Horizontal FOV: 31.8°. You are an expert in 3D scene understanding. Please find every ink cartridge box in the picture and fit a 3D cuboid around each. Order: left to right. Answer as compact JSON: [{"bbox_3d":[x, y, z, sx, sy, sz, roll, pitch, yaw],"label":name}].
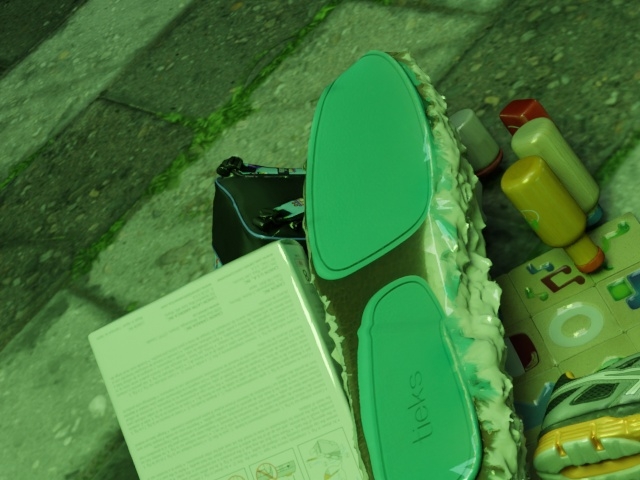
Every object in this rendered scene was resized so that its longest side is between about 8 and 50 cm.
[{"bbox_3d":[-0.061,0.141,0.873,0.189,0.066,0.232,-26,83,18],"label":"ink cartridge box"}]

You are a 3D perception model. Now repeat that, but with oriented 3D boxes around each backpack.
[{"bbox_3d":[0.000,0.000,0.994,0.173,0.117,0.158,-2,25,-20],"label":"backpack"}]

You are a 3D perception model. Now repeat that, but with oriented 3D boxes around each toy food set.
[{"bbox_3d":[0.162,-0.047,0.967,0.111,0.104,0.232,-47,21,-16],"label":"toy food set"}]

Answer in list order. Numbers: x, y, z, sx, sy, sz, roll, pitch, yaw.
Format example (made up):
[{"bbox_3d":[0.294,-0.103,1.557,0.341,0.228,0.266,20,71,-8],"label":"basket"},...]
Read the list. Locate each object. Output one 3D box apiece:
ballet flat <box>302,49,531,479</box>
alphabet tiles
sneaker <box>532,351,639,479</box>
[{"bbox_3d":[0.073,0.045,0.839,0.147,0.147,0.409,-18,54,17],"label":"ballet flat"},{"bbox_3d":[0.186,0.115,0.834,0.342,0.011,0.285,-27,39,6],"label":"alphabet tiles"},{"bbox_3d":[0.242,0.104,0.736,0.214,0.084,0.083,-14,37,23],"label":"sneaker"}]
